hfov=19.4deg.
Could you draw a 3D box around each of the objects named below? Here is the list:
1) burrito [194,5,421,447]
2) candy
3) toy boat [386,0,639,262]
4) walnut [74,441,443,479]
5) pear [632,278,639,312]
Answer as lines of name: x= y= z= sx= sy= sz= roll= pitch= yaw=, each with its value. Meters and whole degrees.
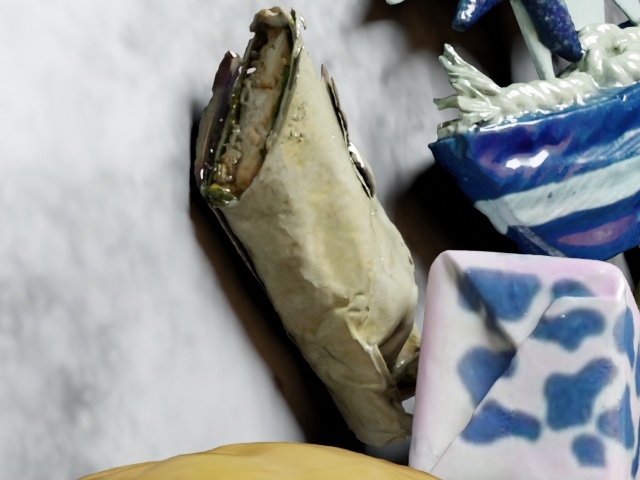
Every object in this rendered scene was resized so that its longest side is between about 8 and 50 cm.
burrito: x=0.000 y=0.000 z=0.614 sx=0.055 sy=0.041 sz=0.149 roll=-43 pitch=119 yaw=-38
candy: x=0.082 y=0.075 z=0.647 sx=0.160 sy=0.073 sz=0.092 roll=56 pitch=38 yaw=-61
toy boat: x=0.070 y=-0.114 z=0.735 sx=0.291 sy=0.070 sz=0.210 roll=52 pitch=39 yaw=-26
walnut: x=-0.025 y=0.136 z=0.384 sx=0.195 sy=0.221 sz=0.195 roll=11 pitch=66 yaw=-25
pear: x=0.202 y=0.055 z=0.769 sx=0.167 sy=0.136 sz=0.167 roll=-1 pitch=91 yaw=-31
